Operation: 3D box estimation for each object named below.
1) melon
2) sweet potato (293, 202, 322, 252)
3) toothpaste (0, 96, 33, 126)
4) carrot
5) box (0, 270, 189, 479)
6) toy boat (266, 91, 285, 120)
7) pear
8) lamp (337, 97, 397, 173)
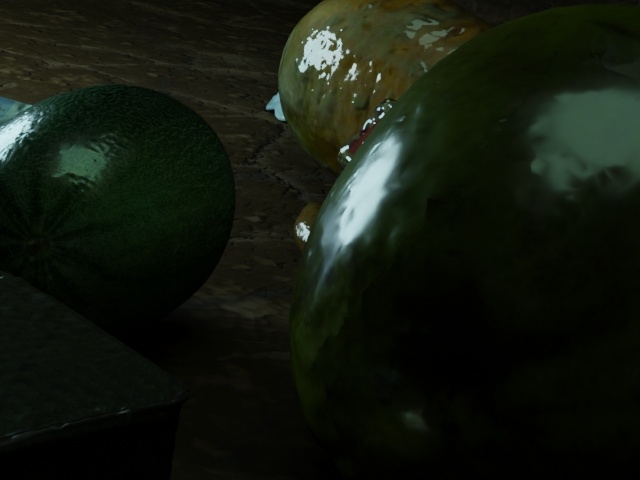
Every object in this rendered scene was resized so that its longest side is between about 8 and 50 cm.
[{"bbox_3d":[-0.156,-0.024,1.079,0.182,0.182,0.288,14,18,14],"label":"melon"},{"bbox_3d":[0.001,0.004,1.314,0.044,0.044,0.179,7,19,-10],"label":"sweet potato"},{"bbox_3d":[-0.442,-0.158,1.588,0.268,0.047,0.069,16,5,9],"label":"toothpaste"},{"bbox_3d":[0.117,-0.134,1.537,0.224,0.224,0.341,-6,29,-41],"label":"carrot"},{"bbox_3d":[-0.218,0.118,0.650,0.273,0.143,0.184,-8,25,-43],"label":"box"},{"bbox_3d":[0.079,-0.190,1.893,0.290,0.100,0.199,7,18,-4],"label":"toy boat"},{"bbox_3d":[0.171,0.021,0.896,0.352,0.352,0.413,21,29,31],"label":"pear"},{"bbox_3d":[0.122,-0.027,1.258,0.177,0.177,0.274,1,19,-26],"label":"lamp"}]
